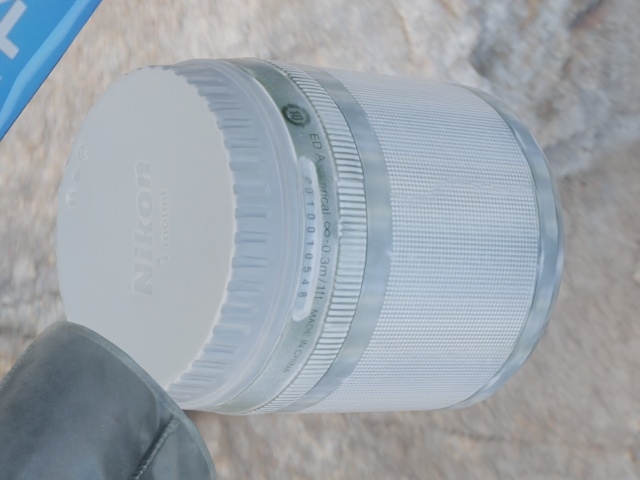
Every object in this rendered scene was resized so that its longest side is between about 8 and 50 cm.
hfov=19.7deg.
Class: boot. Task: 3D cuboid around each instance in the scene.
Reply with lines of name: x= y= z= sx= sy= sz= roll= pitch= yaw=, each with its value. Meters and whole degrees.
boot: x=-0.100 y=0.158 z=0.722 sx=0.076 sy=0.208 sz=0.189 roll=-22 pitch=108 yaw=31

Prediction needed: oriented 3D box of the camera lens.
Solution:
camera lens: x=0.000 y=0.000 z=1.164 sx=0.274 sy=0.219 sz=0.219 roll=3 pitch=108 yaw=-39

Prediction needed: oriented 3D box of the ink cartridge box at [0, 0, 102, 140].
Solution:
ink cartridge box: x=-0.125 y=-0.252 z=0.641 sx=0.395 sy=0.285 sz=0.166 roll=-55 pitch=132 yaw=-8
